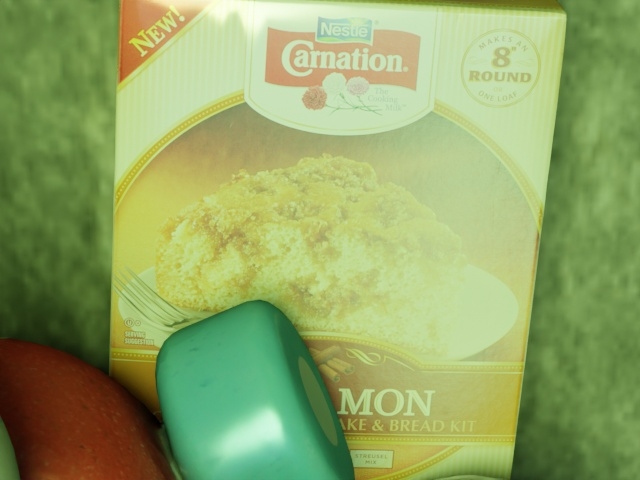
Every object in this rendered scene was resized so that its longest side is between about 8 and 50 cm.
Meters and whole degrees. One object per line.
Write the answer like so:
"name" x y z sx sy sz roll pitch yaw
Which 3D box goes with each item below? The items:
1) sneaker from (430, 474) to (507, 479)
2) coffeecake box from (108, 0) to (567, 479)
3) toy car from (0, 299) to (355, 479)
"sneaker" -0.030 0.220 0.520 0.124 0.180 0.321 41 111 1
"coffeecake box" 0.000 0.000 0.562 0.142 0.068 0.186 2 111 -5
"toy car" -0.119 0.071 0.410 0.219 0.210 0.238 -23 131 6
